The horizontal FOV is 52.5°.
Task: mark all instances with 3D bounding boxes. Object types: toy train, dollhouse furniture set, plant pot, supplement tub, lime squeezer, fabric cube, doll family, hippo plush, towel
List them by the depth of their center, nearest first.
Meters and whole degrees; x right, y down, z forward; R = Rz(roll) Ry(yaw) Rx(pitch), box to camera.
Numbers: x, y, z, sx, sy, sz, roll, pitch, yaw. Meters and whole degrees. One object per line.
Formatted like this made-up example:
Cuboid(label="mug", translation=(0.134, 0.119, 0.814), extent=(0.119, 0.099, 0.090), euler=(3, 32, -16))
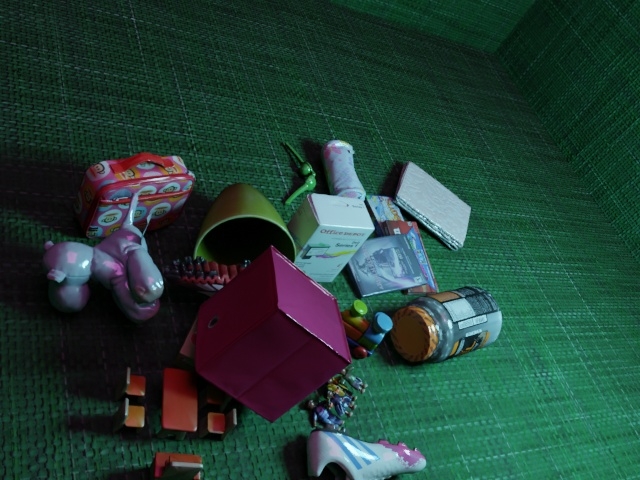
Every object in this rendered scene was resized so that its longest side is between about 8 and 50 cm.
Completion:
Cuboid(label="dollhouse furniture set", translation=(-0.313, 0.402, 1.440), extent=(0.261, 0.135, 0.259), euler=(14, 45, -26))
Cuboid(label="hippo plush", translation=(-0.513, 0.080, 1.511), extent=(0.236, 0.294, 0.234), euler=(-9, 36, -32))
Cuboid(label="fabric cube", translation=(-0.118, 0.223, 1.562), extent=(0.259, 0.258, 0.254), euler=(41, 20, -27))
Cuboid(label="doll family", translation=(0.038, 0.417, 1.731), extent=(0.111, 0.076, 0.193), euler=(40, 43, -4))
Cuboid(label="plant pot", translation=(-0.224, -0.035, 1.851), extent=(0.274, 0.275, 0.294), euler=(18, 30, -22))
Cuboid(label="toy train", translation=(0.079, 0.222, 1.887), extent=(0.248, 0.143, 0.105), euler=(35, 40, -3))
Cuboid(label="supplement tub", translation=(0.390, 0.263, 2.025), extent=(0.337, 0.207, 0.207), euler=(-7, 57, -39))
Cuboid(label="lime squeezer", translation=(-0.072, -0.229, 2.289), extent=(0.109, 0.059, 0.311), euler=(-3, 50, 0))
Cuboid(label="towel", translation=(0.440, -0.142, 2.545), extent=(0.331, 0.053, 0.317), euler=(37, 36, -7))

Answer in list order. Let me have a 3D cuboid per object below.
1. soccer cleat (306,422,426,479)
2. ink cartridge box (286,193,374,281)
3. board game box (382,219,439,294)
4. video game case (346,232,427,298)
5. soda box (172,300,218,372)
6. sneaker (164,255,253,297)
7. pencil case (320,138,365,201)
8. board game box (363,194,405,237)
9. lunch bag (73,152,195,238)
Cuboid(label="soccer cleat", translation=(0.111, 0.566, 1.630), extent=(0.331, 0.116, 0.143), euler=(19, 59, -17))
Cuboid(label="ink cartridge box", translation=(0.000, 0.000, 1.936), extent=(0.201, 0.278, 0.117), euler=(3, 50, -33))
Cuboid(label="board game box", translation=(0.314, 0.058, 2.269), extent=(0.145, 0.027, 0.282), euler=(2, 61, -33))
Cuboid(label="video game case", translation=(0.210, 0.080, 2.160), extent=(0.274, 0.026, 0.196), euler=(-8, 65, -32))
Cuboid(label="soda box", translation=(-0.308, 0.244, 1.653), extent=(0.061, 0.058, 0.181), euler=(29, 41, -9))
Cuboid(label="sneaker", translation=(-0.273, 0.118, 1.704), extent=(0.275, 0.135, 0.098), euler=(5, 30, -16))
Cuboid(label="pencil case", translation=(0.079, -0.237, 2.343), extent=(0.124, 0.114, 0.273), euler=(-4, 52, -11))
Cuboid(label="board game box", translation=(0.243, -0.077, 2.372), extent=(0.136, 0.035, 0.201), euler=(1, 52, -35))
Cuboid(label="lunch bag", translation=(-0.487, -0.132, 1.722), extent=(0.293, 0.258, 0.120), euler=(-14, 61, -42))
